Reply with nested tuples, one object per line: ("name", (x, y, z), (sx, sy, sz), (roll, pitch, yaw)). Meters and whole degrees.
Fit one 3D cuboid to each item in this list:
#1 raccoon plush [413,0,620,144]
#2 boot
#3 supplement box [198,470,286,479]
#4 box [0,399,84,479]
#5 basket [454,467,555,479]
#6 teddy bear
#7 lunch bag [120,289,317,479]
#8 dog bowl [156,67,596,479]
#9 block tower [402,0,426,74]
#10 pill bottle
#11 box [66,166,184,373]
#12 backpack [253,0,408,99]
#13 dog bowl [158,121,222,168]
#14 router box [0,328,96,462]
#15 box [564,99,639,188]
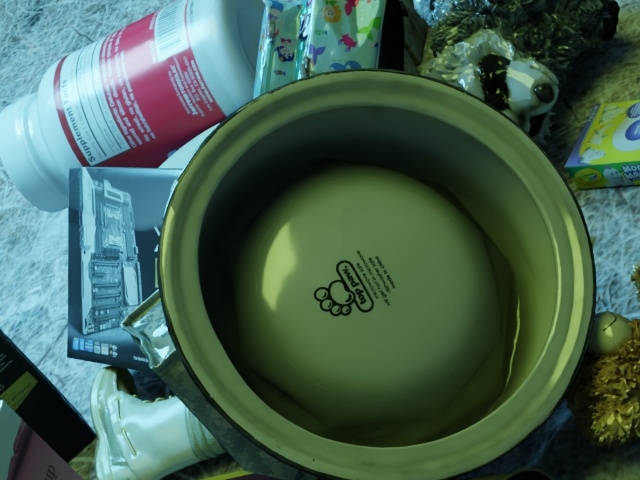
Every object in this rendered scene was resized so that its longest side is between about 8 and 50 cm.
("raccoon plush", (0.191, -0.201, 2.062), (0.299, 0.216, 0.446), (-59, 8, -9))
("boot", (-0.185, 0.202, 1.941), (0.165, 0.077, 0.213), (-29, 37, 13))
("supplement box", (-0.080, 0.289, 1.423), (0.191, 0.129, 0.194), (-7, 6, -39))
("box", (-0.340, 0.311, 1.803), (0.127, 0.232, 0.148), (-20, 36, 26))
("basket", (0.089, 0.302, 1.489), (0.227, 0.154, 0.204), (-7, 52, 44))
("teddy bear", (0.371, 0.062, 1.552), (0.338, 0.113, 0.245), (-24, 32, 20))
("lunch bag", (-0.020, 0.098, 1.764), (0.287, 0.235, 0.169), (-41, 27, -6))
("dog bowl", (0.047, 0.049, 1.575), (0.408, 0.408, 0.150), (-51, -6, -21))
("block tower", (0.078, -0.259, 2.255), (0.097, 0.091, 0.335), (-17, 37, 27))
("pill bottle", (-0.251, -0.191, 2.356), (0.407, 0.229, 0.229), (-22, 35, 22))
("box", (-0.192, 0.033, 1.964), (0.307, 0.076, 0.242), (5, 95, 51))
("backpack", (0.016, -0.173, 1.979), (0.191, 0.225, 0.253), (-3, 81, 3))
("dog bowl", (-0.128, -0.043, 2.144), (0.265, 0.104, 0.265), (-30, 27, 17))
("router box", (-0.465, 0.250, 1.994), (0.309, 0.243, 0.081), (-41, 33, -8))
("box", (0.370, -0.111, 1.833), (0.179, 0.043, 0.105), (-2, 47, 40))
